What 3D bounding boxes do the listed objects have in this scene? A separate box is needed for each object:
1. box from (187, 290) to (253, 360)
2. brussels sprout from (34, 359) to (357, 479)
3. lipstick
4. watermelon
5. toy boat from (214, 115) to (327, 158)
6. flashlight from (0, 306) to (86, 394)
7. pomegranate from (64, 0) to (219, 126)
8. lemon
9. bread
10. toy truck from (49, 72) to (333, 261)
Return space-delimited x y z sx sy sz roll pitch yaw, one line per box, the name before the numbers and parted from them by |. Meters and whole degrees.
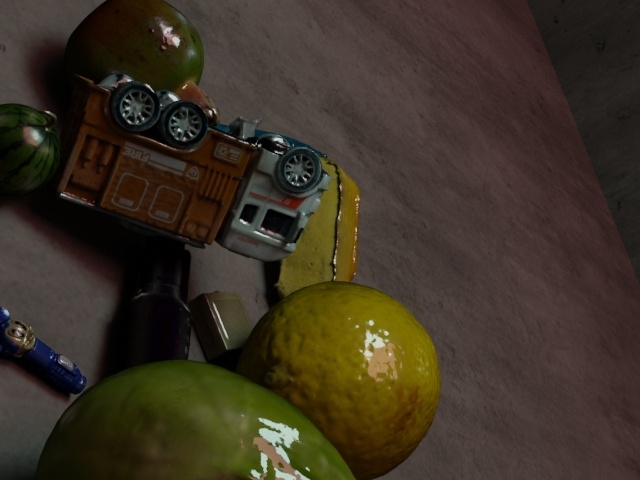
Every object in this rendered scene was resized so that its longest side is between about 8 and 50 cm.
box | -0.122 0.104 1.450 0.079 0.035 0.083 3 59 -60
brussels sprout | -0.103 0.262 1.031 0.268 0.344 0.344 -42 103 -25
lipstick | -0.184 0.082 1.311 0.081 0.081 0.300 43 25 -31
watermelon | -0.319 -0.098 1.225 0.109 0.109 0.109 42 31 -33
toy boat | -0.046 -0.112 1.753 0.299 0.092 0.134 9 52 -58
flashlight | -0.279 0.113 1.155 0.121 0.035 0.057 42 30 -31
pomegranate | -0.211 -0.201 1.433 0.209 0.180 0.180 45 24 10
lemon | 0.022 0.172 1.400 0.267 0.267 0.267 42 31 -33
bread | 0.000 0.000 1.650 0.094 0.102 0.246 53 34 -53
toy truck | -0.152 -0.075 1.333 0.305 0.162 0.136 20 5 -23
